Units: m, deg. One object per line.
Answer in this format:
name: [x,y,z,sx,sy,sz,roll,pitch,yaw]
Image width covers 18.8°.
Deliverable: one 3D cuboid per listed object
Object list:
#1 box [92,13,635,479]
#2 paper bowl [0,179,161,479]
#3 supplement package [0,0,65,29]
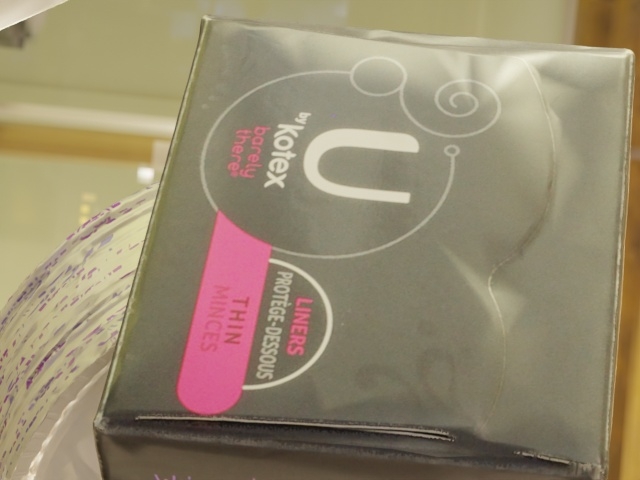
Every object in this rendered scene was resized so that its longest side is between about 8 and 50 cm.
box: [0.020,0.079,0.650,0.270,0.143,0.165,89,9,-50]
paper bowl: [-0.017,0.109,0.918,0.148,0.284,0.284,-118,-152,-49]
supplement package: [-0.207,-0.285,1.327,0.293,0.177,0.175,-97,163,-62]
